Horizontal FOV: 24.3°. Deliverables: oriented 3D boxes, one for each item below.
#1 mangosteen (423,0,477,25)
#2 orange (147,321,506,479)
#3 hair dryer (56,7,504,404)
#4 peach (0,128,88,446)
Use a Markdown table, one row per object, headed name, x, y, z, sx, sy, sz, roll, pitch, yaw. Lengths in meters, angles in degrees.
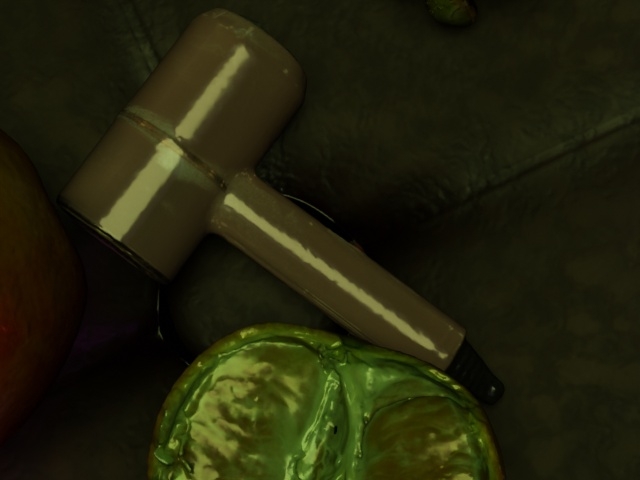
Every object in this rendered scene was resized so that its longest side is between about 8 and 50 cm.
| name | x | y | z | sx | sy | sz | roll | pitch | yaw |
| --- | --- | --- | --- | --- | --- | --- | --- | --- | --- |
| mangosteen | 0.105 | -0.254 | 1.086 | 0.166 | 0.166 | 0.180 | 46 | 110 | 10 |
| orange | 0.010 | 0.154 | 1.004 | 0.237 | 0.158 | 0.179 | 13 | 87 | 9 |
| hair dryer | 0.000 | 0.000 | 1.080 | 0.344 | 0.107 | 0.189 | 36 | 82 | 0 |
| peach | -0.311 | 0.046 | 0.982 | 0.332 | 0.308 | 0.308 | -27 | 78 | -29 |
